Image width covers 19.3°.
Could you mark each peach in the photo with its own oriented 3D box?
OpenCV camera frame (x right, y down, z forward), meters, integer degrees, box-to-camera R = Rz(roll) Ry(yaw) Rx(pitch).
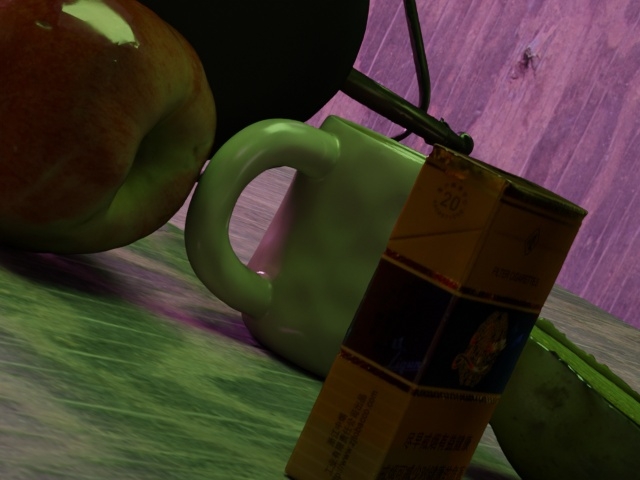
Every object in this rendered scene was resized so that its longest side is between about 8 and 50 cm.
[{"bbox_3d":[-0.217,-0.103,1.515,0.256,0.232,0.232,26,5,35],"label":"peach"}]

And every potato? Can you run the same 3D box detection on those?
[{"bbox_3d":[0.221,0.171,1.504,0.271,0.111,0.160,38,11,-14],"label":"potato"}]

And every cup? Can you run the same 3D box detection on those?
[{"bbox_3d":[0.016,0.009,1.597,0.173,0.202,0.255,29,7,29],"label":"cup"}]

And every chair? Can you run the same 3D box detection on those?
[{"bbox_3d":[-0.074,-0.225,1.815,0.364,0.362,0.410,-10,1,9],"label":"chair"}]

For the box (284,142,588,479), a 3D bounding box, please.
[{"bbox_3d":[0.081,0.064,1.251,0.070,0.237,0.152,25,6,28],"label":"box"}]
